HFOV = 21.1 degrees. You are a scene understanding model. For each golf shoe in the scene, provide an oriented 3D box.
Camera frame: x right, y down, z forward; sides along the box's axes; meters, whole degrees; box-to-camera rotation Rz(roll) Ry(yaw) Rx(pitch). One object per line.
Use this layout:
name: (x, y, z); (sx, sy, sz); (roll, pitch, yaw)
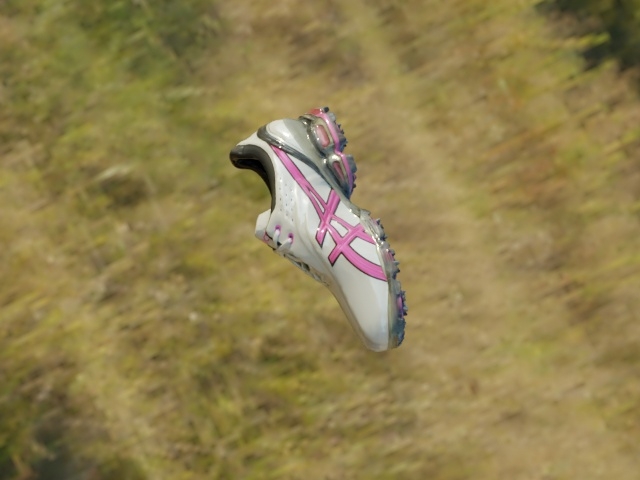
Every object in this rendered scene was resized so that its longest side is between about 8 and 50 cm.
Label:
golf shoe: (0.000, 0.000, 1.186); (0.067, 0.086, 0.186); (94, -26, -65)
